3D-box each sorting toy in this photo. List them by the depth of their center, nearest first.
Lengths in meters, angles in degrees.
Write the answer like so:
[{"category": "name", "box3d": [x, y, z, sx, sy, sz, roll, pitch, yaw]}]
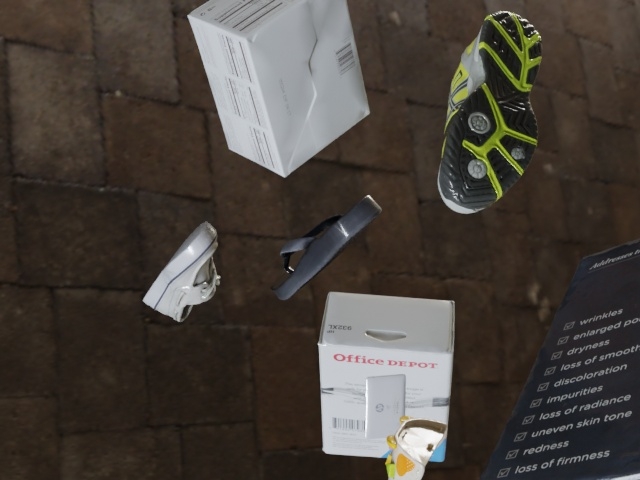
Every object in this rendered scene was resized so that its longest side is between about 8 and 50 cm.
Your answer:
[{"category": "sorting toy", "box3d": [0.079, 0.212, 1.051, 0.083, 0.045, 0.075, -39, 148, -63]}]

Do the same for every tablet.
[{"category": "tablet", "box3d": [0.084, 0.213, 1.444, 0.054, 0.006, 0.083, -3, 100, -15]}]

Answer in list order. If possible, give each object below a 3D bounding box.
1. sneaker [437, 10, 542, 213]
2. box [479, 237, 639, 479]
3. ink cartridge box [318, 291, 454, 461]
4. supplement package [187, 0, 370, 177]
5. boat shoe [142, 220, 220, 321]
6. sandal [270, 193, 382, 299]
[{"category": "sneaker", "box3d": [0.272, -0.194, 1.853, 0.145, 0.147, 0.384, 25, 59, -7]}, {"category": "box", "box3d": [0.493, 0.187, 1.238, 0.297, 0.480, 0.472, 53, 43, -16]}, {"category": "ink cartridge box", "box3d": [0.117, 0.243, 1.978, 0.129, 0.223, 0.307, -80, 171, -45]}, {"category": "supplement package", "box3d": [-0.060, -0.277, 1.783, 0.204, 0.145, 0.262, -39, 136, -26]}, {"category": "boat shoe", "box3d": [-0.203, 0.060, 1.775, 0.088, 0.267, 0.096, 37, 52, -5]}, {"category": "sandal", "box3d": [0.001, -0.001, 1.369, 0.054, 0.254, 0.097, 48, 57, 3]}]
